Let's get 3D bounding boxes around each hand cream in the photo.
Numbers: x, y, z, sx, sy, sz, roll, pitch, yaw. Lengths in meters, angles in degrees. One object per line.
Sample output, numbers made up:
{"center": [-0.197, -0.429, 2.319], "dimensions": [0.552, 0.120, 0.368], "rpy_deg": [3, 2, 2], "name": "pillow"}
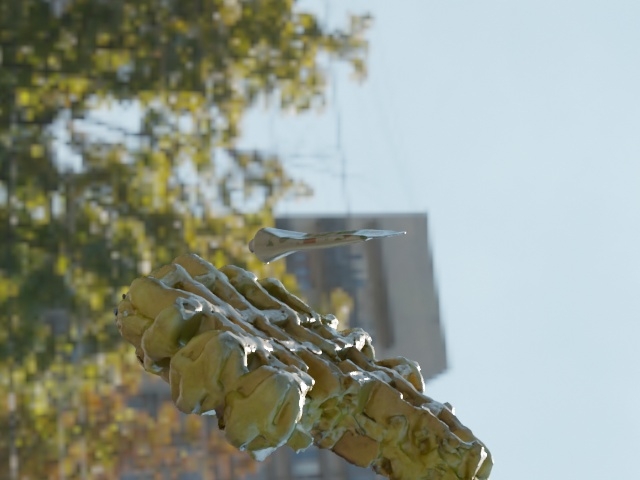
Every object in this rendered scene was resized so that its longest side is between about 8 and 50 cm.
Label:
{"center": [0.000, 0.000, 1.627], "dimensions": [0.165, 0.057, 0.037], "rpy_deg": [-6, -88, 34], "name": "hand cream"}

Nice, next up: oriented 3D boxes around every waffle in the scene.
{"center": [-0.007, 0.067, 0.747], "dimensions": [0.051, 0.194, 0.149], "rpy_deg": [-55, -141, 10], "name": "waffle"}
